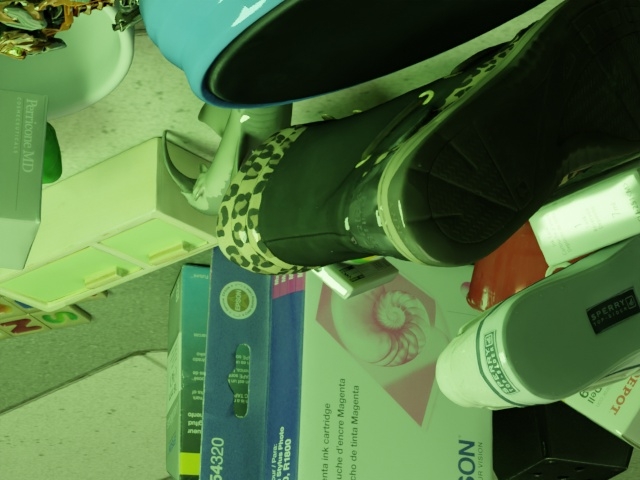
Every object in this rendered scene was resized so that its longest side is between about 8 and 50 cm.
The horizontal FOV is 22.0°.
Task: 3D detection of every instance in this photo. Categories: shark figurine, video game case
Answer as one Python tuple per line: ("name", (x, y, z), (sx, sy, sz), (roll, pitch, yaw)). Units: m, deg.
("shark figurine", (-0.063, -0.066, 1.525), (0.116, 0.166, 0.278), (8, 153, -21))
("video game case", (0.000, 0.000, 1.655), (0.019, 0.143, 0.157), (-54, 168, 16))

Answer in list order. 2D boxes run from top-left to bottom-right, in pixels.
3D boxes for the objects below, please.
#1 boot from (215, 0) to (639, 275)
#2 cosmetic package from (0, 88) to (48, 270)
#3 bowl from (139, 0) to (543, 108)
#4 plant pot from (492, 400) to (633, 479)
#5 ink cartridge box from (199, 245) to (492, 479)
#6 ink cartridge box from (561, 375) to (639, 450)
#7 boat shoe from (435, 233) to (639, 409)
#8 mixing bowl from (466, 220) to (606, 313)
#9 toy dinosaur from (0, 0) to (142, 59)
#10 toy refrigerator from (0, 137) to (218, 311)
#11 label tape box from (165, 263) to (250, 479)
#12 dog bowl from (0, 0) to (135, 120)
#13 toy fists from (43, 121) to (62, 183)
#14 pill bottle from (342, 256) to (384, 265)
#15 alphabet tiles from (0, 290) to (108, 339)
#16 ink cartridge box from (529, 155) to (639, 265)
("boot", (0.109, -0.085, 1.368), (0.284, 0.377, 0.138), (-10, 114, 51))
("cosmetic package", (-0.344, -0.060, 1.328), (0.238, 0.127, 0.107), (4, 154, -15))
("bowl", (0.067, -0.201, 1.159), (0.391, 0.077, 0.391), (-22, 172, -3))
("plant pot", (0.314, 0.236, 2.181), (0.188, 0.167, 0.187), (11, 151, -22))
("ink cartridge box", (0.036, 0.165, 1.828), (0.330, 0.324, 0.071), (9, 160, -22))
("ink cartridge box", (0.305, 0.111, 1.812), (0.212, 0.154, 0.093), (33, -179, 35))
("boat shoe", (0.246, 0.082, 1.504), (0.367, 0.135, 0.156), (-20, 177, -39))
("mixing bowl", (0.240, 0.011, 1.711), (0.181, 0.098, 0.181), (-4, -165, 1))
("toy dinosaur", (-0.119, -0.256, 1.137), (0.164, 0.322, 0.218), (34, 166, 36))
("toy refrigerator", (-0.231, -0.008, 1.723), (0.269, 0.094, 0.102), (-21, 148, 34))
("label tape box", (-0.055, 0.206, 1.903), (0.241, 0.333, 0.106), (6, 154, -15))
("dog bowl", (-0.280, -0.197, 1.309), (0.265, 0.104, 0.265), (-1, 154, -1))
("toy fists", (-0.383, -0.088, 1.551), (0.279, 0.096, 0.142), (-3, 145, 6))
("pill bottle", (0.110, -0.072, 1.555), (0.246, 0.136, 0.136), (-19, 149, 32))
("alphabet tiles", (-0.444, 0.065, 1.963), (0.343, 0.011, 0.285), (-11, 153, 20))
("ink cartridge box", (0.276, -0.035, 1.575), (0.239, 0.060, 0.275), (-25, 179, 40))
